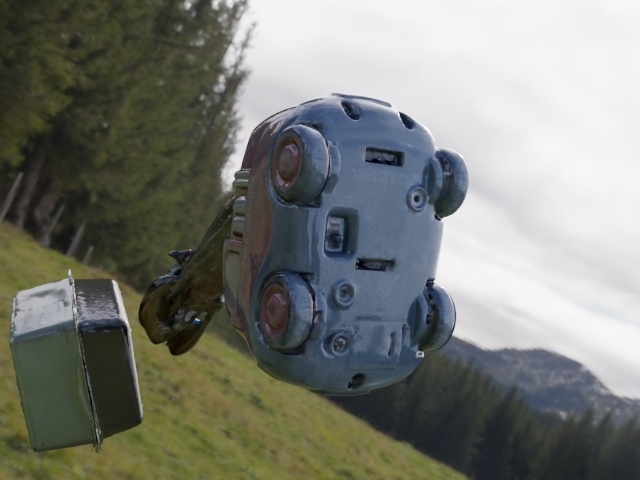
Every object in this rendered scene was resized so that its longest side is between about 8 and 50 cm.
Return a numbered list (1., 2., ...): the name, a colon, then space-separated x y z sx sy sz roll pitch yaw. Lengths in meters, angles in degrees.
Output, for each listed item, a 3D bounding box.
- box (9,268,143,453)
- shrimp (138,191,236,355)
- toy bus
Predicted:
1. box: -0.368 0.176 1.373 0.166 0.220 0.290 -9 16 -15
2. shrimp: -0.073 -0.015 1.233 0.110 0.446 0.221 52 10 20
3. toy bus: 0.000 0.000 0.931 0.197 0.294 0.232 3 3 -34
